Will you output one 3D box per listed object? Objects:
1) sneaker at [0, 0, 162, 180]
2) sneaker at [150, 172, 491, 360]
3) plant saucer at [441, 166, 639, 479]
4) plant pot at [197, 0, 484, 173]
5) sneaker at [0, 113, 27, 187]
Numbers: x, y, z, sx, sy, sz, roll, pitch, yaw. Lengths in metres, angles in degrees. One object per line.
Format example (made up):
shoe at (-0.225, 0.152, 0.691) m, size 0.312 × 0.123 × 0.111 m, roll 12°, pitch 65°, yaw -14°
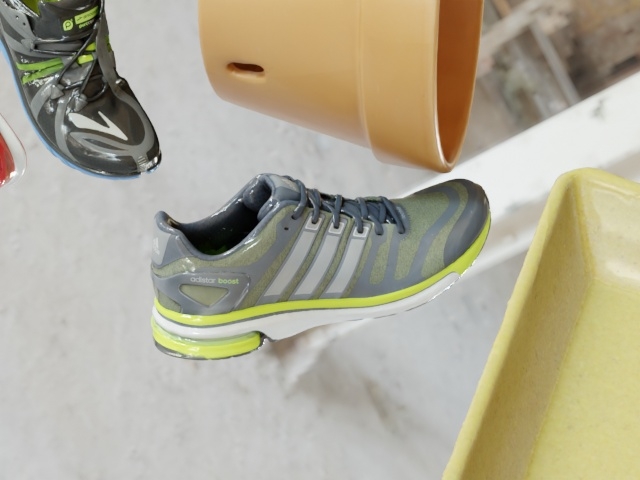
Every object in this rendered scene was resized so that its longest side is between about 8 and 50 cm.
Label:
sneaker at (-0.164, -0.121, 1.004) m, size 0.067 × 0.078 × 0.188 m, roll -30°, pitch 89°, yaw -29°
sneaker at (0.000, 0.000, 1.264) m, size 0.111 × 0.300 × 0.121 m, roll -130°, pitch -154°, yaw -55°
plant saucer at (0.259, 0.135, 0.964) m, size 0.081 × 0.332 × 0.333 m, roll 100°, pitch 13°, yaw -48°
plant pot at (0.021, -0.209, 1.306) m, size 0.291 × 0.203 × 0.291 m, roll 6°, pitch 90°, yaw -79°
sneaker at (-0.420, -0.144, 1.715) m, size 0.221 × 0.087 × 0.128 m, roll 51°, pitch 23°, yaw -2°
